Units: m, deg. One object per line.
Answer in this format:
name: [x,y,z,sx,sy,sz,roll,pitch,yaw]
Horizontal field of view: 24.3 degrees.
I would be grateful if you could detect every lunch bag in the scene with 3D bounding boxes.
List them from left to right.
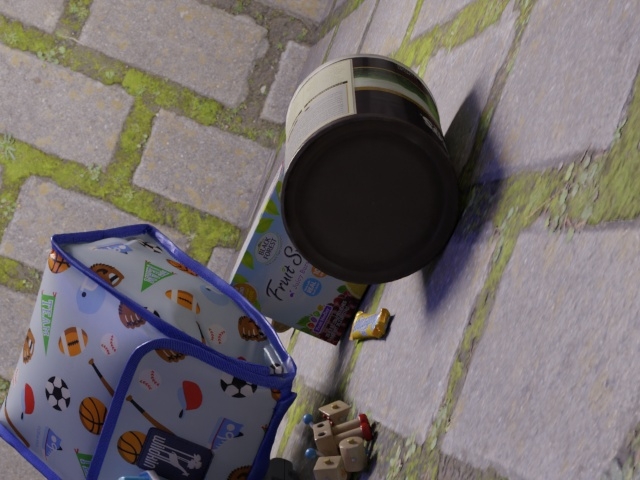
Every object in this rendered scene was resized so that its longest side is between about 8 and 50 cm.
lunch bag: [-0.224,0.209,1.986,0.239,0.385,0.328,-12,-50,-52]

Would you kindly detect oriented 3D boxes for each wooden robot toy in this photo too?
wooden robot toy: [0.026,0.248,1.685,0.173,0.076,0.079,-97,-5,-72]

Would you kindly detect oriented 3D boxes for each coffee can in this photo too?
coffee can: [0.054,-0.094,1.784,0.275,0.201,0.201,-91,24,-68]

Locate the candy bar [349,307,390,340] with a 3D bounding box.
candy bar: [0.062,0.106,1.875,0.161,0.018,0.040,156,134,-79]

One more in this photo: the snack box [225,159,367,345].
snack box: [-0.014,0.019,2.019,0.070,0.174,0.207,-77,12,-61]

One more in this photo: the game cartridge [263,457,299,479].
game cartridge: [-0.084,0.430,1.890,0.198,0.062,0.297,-61,11,19]

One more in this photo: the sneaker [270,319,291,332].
sneaker: [-0.046,0.094,2.469,0.118,0.042,0.067,-58,15,16]

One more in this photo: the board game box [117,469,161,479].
board game box: [-0.214,0.542,1.787,0.390,0.050,0.390,44,117,46]
